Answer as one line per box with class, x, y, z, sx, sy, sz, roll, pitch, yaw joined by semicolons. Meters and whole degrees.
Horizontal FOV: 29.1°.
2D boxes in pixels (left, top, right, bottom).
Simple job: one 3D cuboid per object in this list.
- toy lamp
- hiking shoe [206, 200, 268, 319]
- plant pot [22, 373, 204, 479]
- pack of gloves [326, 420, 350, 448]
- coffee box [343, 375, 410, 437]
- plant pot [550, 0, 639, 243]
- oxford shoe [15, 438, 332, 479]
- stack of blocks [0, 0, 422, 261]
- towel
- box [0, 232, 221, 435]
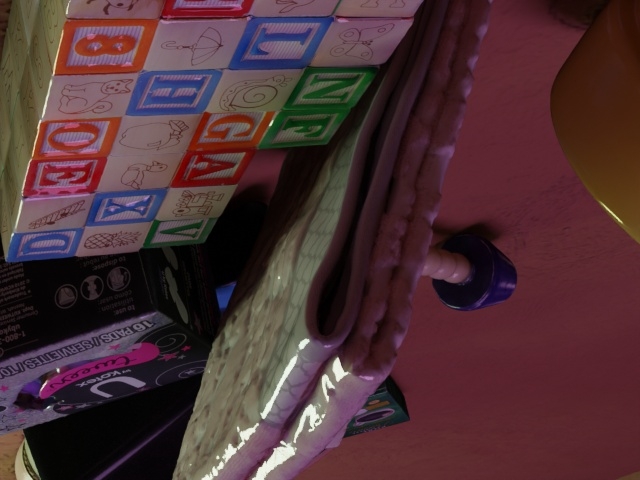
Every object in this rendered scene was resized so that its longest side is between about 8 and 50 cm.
toy lamp;0.091;0.019;1.143;0.080;0.080;0.274;-31;152;34
hiking shoe;-0.167;0.036;1.012;0.304;0.113;0.132;-17;148;-14
plant pot;-0.163;0.137;1.146;0.167;0.188;0.187;-32;154;12
pack of gloves;-0.042;0.146;1.340;0.232;0.046;0.195;2;119;-42
coffee box;0.049;0.218;1.640;0.113;0.040;0.184;-18;157;9
plant pot;0.308;-0.119;0.760;0.254;0.254;0.239;0;138;-32
oxford shoe;-0.133;0.206;1.381;0.397;0.140;0.146;-9;144;-28
stack of blocks;-0.075;-0.094;0.665;0.171;0.087;0.297;-5;156;-23
towel;0.000;0.000;0.752;0.053;0.332;0.317;24;145;-8
box;-0.211;0.039;0.884;0.247;0.163;0.142;-19;156;12
